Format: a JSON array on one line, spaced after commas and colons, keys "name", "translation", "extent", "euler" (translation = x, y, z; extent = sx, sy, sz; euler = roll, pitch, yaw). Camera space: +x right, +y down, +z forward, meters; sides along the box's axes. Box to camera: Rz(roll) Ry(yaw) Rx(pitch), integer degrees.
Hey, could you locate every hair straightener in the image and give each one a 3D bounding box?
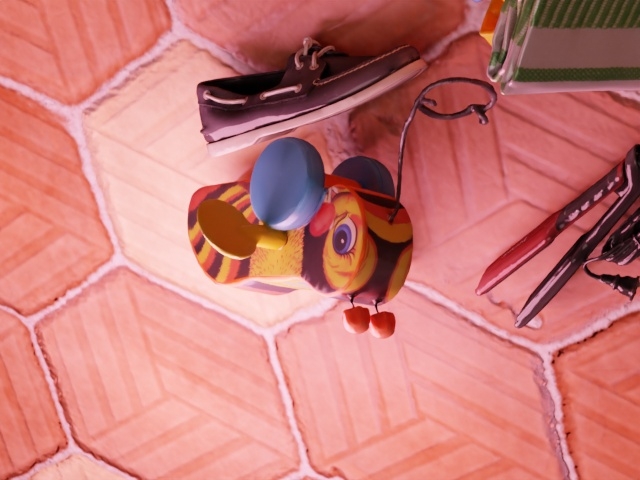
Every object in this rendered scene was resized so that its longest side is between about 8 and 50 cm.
[{"name": "hair straightener", "translation": [0.218, -0.002, 1.354], "extent": [0.089, 0.047, 0.230], "euler": [43, 126, -4]}]

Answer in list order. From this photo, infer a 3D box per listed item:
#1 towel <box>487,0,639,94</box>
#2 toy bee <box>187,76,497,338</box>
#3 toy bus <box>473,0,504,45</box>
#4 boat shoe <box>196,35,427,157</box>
[{"name": "towel", "translation": [0.235, -0.235, 1.051], "extent": [0.038, 0.248, 0.325], "euler": [48, 132, 47]}, {"name": "toy bee", "translation": [0.000, 0.000, 1.363], "extent": [0.195, 0.162, 0.298], "euler": [5, 161, -20]}, {"name": "toy bus", "translation": [0.151, -0.196, 1.204], "extent": [0.220, 0.149, 0.211], "euler": [-1, 137, 30]}, {"name": "boat shoe", "translation": [-0.014, -0.119, 1.373], "extent": [0.206, 0.075, 0.065], "euler": [-18, 94, 36]}]
